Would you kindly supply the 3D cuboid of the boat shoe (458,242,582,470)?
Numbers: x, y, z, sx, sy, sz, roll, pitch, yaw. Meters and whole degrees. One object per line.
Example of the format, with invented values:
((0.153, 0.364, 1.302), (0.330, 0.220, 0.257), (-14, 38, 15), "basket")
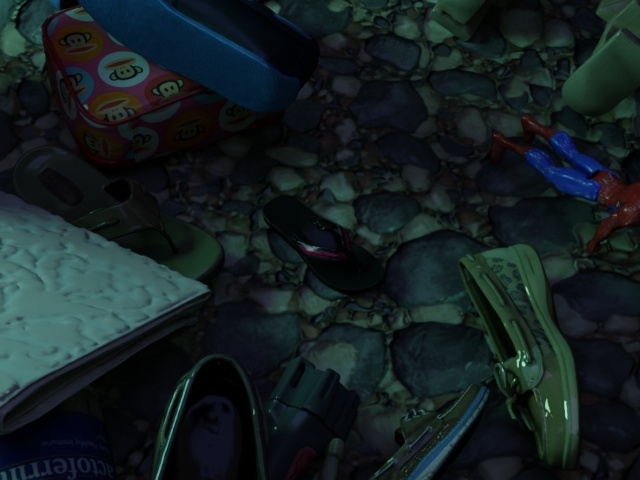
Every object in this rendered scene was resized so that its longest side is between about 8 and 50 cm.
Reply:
((0.218, 0.125, 1.118), (0.089, 0.104, 0.285), (-6, 45, -2), "boat shoe")

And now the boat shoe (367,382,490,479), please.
((0.109, 0.210, 1.066), (0.066, 0.066, 0.183), (33, 60, 20), "boat shoe")

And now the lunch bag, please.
((-0.207, -0.240, 1.325), (0.293, 0.120, 0.258), (-19, 60, -20), "lunch bag")

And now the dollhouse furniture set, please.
((0.394, -0.317, 1.402), (0.394, 0.256, 0.362), (34, 58, -5), "dollhouse furniture set")

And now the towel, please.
((-0.330, 0.054, 1.033), (0.332, 0.053, 0.317), (23, 26, 24), "towel")

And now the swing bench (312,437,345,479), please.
((0.095, 0.339, 0.886), (0.255, 0.165, 0.253), (10, 40, 6), "swing bench")

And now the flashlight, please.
((-0.048, 0.268, 1.004), (0.103, 0.103, 0.304), (20, 52, 16), "flashlight")

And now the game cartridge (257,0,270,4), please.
((-0.096, -0.323, 1.329), (0.056, 0.017, 0.083), (42, 53, 19), "game cartridge")

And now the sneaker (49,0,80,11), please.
((-0.257, -0.355, 1.430), (0.232, 0.081, 0.090), (-24, 52, -20), "sneaker")

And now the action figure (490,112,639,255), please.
((0.337, -0.043, 1.253), (0.091, 0.139, 0.280), (-33, 41, -20), "action figure")

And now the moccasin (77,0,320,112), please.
((-0.157, -0.270, 1.222), (0.342, 0.137, 0.117), (36, 53, 5), "moccasin")

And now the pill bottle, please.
((-0.257, 0.270, 0.951), (0.153, 0.153, 0.264), (-14, 58, -13), "pill bottle")

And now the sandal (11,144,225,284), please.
((-0.250, -0.029, 1.199), (0.303, 0.086, 0.120), (30, 59, 17), "sandal")

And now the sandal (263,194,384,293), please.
((0.000, 0.000, 1.221), (0.179, 0.040, 0.067), (39, 61, 21), "sandal")

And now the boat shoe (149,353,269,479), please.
((-0.101, 0.254, 0.862), (0.132, 0.130, 0.355), (-2, 52, -7), "boat shoe")
